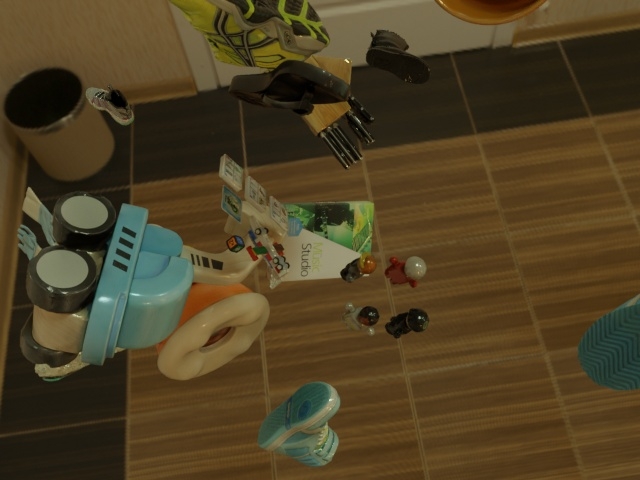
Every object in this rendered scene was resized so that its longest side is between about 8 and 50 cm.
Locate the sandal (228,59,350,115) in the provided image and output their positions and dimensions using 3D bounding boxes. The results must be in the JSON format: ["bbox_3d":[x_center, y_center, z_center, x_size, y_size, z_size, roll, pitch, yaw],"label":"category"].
[{"bbox_3d":[-0.045,-0.198,0.919,0.097,0.254,0.055,18,85,-32],"label":"sandal"}]

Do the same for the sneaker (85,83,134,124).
[{"bbox_3d":[-0.359,-0.245,1.119,0.098,0.069,0.038,31,65,6],"label":"sneaker"}]

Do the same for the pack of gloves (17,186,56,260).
[{"bbox_3d":[-0.827,-0.017,1.966,0.046,0.195,0.232,-3,36,-48],"label":"pack of gloves"}]

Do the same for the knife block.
[{"bbox_3d":[-0.011,-0.288,1.480,0.275,0.088,0.242,7,93,-4],"label":"knife block"}]

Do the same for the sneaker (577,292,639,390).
[{"bbox_3d":[0.371,0.076,0.680,0.229,0.092,0.087,-47,64,30],"label":"sneaker"}]

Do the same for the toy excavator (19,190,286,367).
[{"bbox_3d":[-0.294,0.060,1.274,0.445,0.222,0.433,16,42,-15],"label":"toy excavator"}]

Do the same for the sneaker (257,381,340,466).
[{"bbox_3d":[-0.002,0.496,1.759,0.208,0.319,0.127,32,43,-21],"label":"sneaker"}]

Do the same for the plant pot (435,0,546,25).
[{"bbox_3d":[0.255,-0.414,0.897,0.205,0.205,0.188,24,36,17],"label":"plant pot"}]

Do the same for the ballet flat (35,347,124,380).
[{"bbox_3d":[-0.591,0.257,1.779,0.147,0.409,0.147,3,98,22],"label":"ballet flat"}]

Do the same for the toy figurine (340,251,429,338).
[{"bbox_3d":[0.161,0.136,1.661,0.209,0.148,0.213,9,74,-23],"label":"toy figurine"}]

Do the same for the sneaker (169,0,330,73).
[{"bbox_3d":[-0.142,-0.346,1.041,0.147,0.384,0.145,-36,63,28],"label":"sneaker"}]

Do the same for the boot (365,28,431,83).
[{"bbox_3d":[0.135,-0.317,1.130,0.121,0.045,0.099,19,37,1],"label":"boot"}]

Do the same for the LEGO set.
[{"bbox_3d":[-0.131,-0.030,1.212,0.060,0.182,0.244,-36,32,20],"label":"LEGO set"}]

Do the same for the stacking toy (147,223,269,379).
[{"bbox_3d":[-0.402,0.125,1.914,0.350,0.351,0.480,-32,66,-13],"label":"stacking toy"}]

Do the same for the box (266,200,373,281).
[{"bbox_3d":[0.000,0.000,1.968,0.321,0.232,0.058,-3,15,-22],"label":"box"}]
